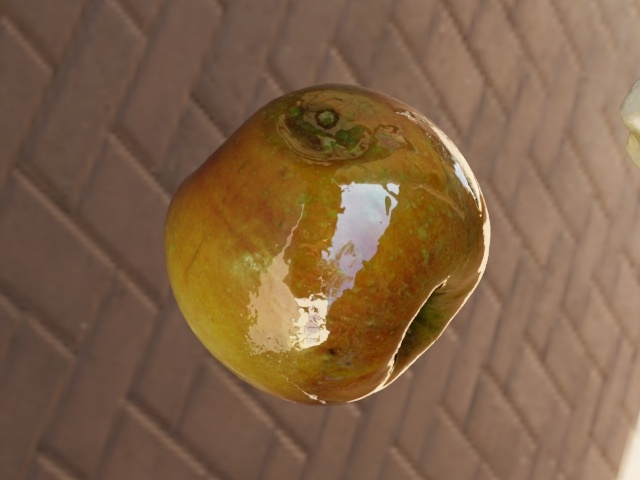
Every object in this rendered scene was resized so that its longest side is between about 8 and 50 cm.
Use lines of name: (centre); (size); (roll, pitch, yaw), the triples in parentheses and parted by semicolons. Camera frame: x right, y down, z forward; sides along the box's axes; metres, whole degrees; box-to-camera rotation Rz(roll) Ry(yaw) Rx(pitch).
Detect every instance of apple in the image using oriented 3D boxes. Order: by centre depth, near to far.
apple: (0.000, 0.000, 1.347); (0.237, 0.207, 0.237); (-43, 164, -16)

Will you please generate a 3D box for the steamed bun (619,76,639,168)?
steamed bun: (0.261, -0.110, 1.109); (0.192, 0.106, 0.178); (-11, 124, -10)
